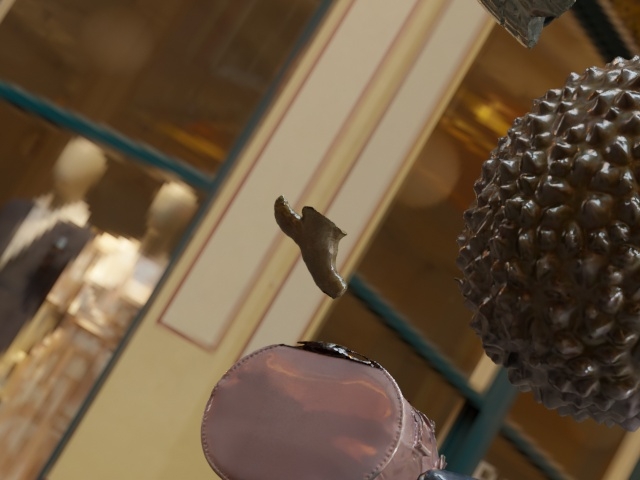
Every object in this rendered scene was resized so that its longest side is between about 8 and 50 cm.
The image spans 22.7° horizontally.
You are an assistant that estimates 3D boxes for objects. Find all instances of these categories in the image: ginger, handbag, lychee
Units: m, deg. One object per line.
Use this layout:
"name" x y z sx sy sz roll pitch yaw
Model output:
"ginger" 0.000 -0.001 1.301 0.097 0.048 0.030 57 34 8
"handbag" 0.002 0.189 1.479 0.205 0.179 0.116 12 -31 24
"lychee" 0.335 0.003 1.666 0.380 0.432 0.380 28 -44 31

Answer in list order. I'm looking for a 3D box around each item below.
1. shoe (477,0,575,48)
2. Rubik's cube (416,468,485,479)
"shoe" 0.180 -0.231 1.236 0.099 0.125 0.227 44 -6 -4
"Rubik's cube" 0.174 0.399 1.175 0.313 0.318 0.316 20 21 -38
